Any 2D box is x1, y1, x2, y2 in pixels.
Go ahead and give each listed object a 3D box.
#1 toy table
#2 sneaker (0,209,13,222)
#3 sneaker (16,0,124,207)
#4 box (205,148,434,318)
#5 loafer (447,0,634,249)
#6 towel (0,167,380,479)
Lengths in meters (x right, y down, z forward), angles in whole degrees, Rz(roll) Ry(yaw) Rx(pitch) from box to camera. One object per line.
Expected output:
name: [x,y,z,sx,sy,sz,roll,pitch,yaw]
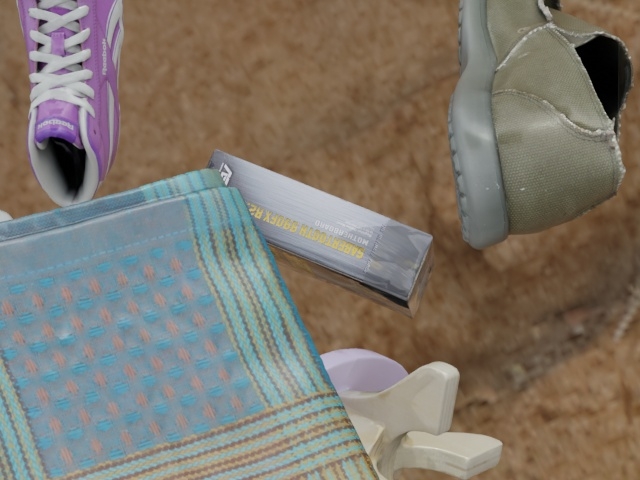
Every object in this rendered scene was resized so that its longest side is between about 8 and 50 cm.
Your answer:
toy table: [0.053,0.225,1.822,0.161,0.252,0.274,22,35,35]
sneaker: [-0.252,0.088,1.216,0.111,0.252,0.103,35,35,-4]
sneaker: [-0.237,-0.167,1.657,0.102,0.282,0.161,-6,24,3]
box: [0.000,0.000,1.435,0.183,0.231,0.056,22,86,5]
loafer: [0.116,-0.070,0.895,0.087,0.094,0.251,-5,29,10]
towel: [-0.078,0.146,0.787,0.271,0.040,0.370,-15,67,-33]
